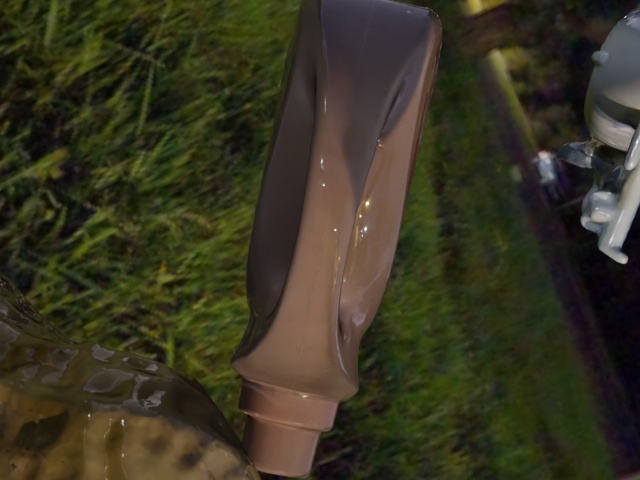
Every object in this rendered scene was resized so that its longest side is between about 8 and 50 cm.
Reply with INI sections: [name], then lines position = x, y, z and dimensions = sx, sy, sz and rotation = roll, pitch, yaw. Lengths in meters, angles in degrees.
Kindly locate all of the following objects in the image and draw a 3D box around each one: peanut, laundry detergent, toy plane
[peanut]
position = -0.117, 0.091, 0.432
dimensions = 0.110, 0.233, 0.196
rotation = -56, 162, -29
[laundry detergent]
position = 0.000, 0.000, 0.487
dimensions = 0.171, 0.076, 0.237
rotation = 94, 10, -85
[toy plane]
position = 0.257, -0.113, 0.740
dimensions = 0.123, 0.266, 0.267
rotation = 22, 14, 9
